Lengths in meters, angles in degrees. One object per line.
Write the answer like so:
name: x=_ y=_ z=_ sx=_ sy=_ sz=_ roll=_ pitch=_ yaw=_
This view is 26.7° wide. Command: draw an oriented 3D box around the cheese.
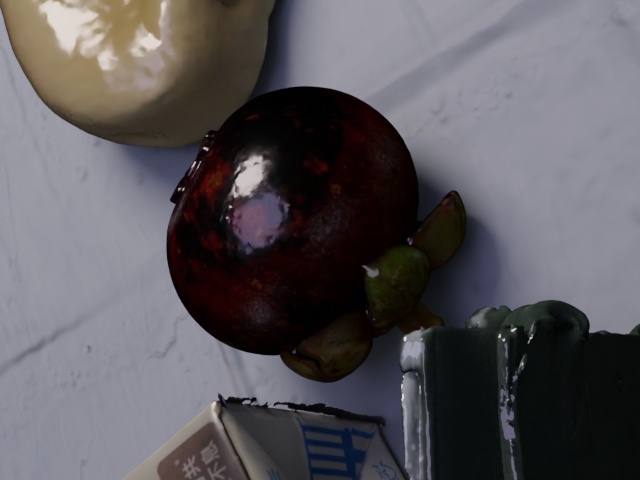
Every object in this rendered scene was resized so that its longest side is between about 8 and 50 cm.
cheese: x=-0.132 y=-0.184 z=0.994 sx=0.218 sy=0.117 sz=0.235 roll=-49 pitch=66 yaw=14

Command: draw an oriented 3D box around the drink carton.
drink carton: x=-0.091 y=0.247 z=0.860 sx=0.324 sy=0.194 sz=0.132 roll=-41 pitch=59 yaw=20

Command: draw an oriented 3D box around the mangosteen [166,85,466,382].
mangosteen: x=0.000 y=0.000 z=0.870 sx=0.200 sy=0.200 sz=0.200 roll=-5 pitch=81 yaw=30

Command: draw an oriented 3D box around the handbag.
handbag: x=0.143 y=0.165 z=0.704 sx=0.079 sy=0.247 sz=0.260 roll=-9 pitch=79 yaw=37
